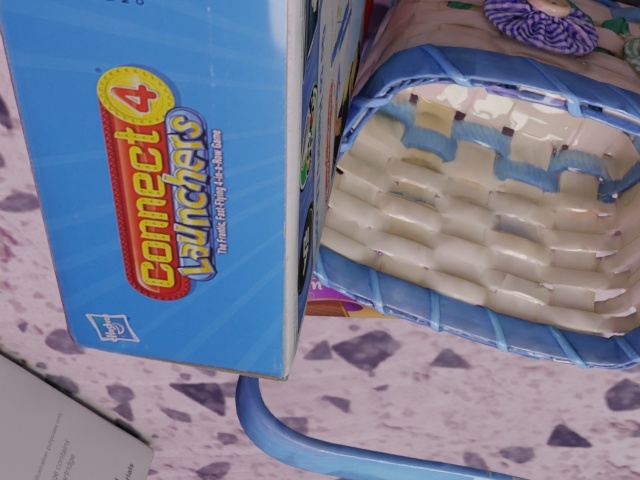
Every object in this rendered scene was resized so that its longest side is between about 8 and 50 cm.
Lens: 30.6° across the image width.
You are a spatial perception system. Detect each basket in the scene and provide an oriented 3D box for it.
[{"bbox_3d":[0.099,0.000,0.581,0.255,0.289,0.201,15,147,-12],"label":"basket"}]

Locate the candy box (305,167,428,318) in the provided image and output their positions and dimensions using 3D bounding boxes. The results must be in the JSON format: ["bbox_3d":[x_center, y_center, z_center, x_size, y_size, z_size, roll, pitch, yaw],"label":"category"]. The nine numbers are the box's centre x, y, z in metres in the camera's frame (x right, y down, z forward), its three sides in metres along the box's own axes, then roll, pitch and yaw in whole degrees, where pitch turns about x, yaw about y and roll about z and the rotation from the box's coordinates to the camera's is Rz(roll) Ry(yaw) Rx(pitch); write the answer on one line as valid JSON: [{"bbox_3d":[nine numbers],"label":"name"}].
[{"bbox_3d":[0.000,0.000,0.789,0.187,0.053,0.109,1,138,10],"label":"candy box"}]

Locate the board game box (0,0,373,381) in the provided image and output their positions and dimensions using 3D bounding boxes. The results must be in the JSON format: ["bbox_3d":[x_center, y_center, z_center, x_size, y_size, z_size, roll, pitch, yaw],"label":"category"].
[{"bbox_3d":[-0.024,-0.163,0.417,0.086,0.302,0.308,8,139,5],"label":"board game box"}]

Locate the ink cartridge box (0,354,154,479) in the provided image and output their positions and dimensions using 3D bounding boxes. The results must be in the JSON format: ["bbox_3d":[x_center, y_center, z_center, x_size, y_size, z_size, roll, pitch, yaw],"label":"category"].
[{"bbox_3d":[-0.395,0.193,1.011,0.285,0.166,0.395,-29,125,36],"label":"ink cartridge box"}]

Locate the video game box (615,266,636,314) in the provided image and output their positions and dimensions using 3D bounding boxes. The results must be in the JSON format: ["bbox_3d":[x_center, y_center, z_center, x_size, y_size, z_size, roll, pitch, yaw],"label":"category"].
[{"bbox_3d":[0.308,0.081,0.762,0.187,0.048,0.205,13,149,44],"label":"video game box"}]
